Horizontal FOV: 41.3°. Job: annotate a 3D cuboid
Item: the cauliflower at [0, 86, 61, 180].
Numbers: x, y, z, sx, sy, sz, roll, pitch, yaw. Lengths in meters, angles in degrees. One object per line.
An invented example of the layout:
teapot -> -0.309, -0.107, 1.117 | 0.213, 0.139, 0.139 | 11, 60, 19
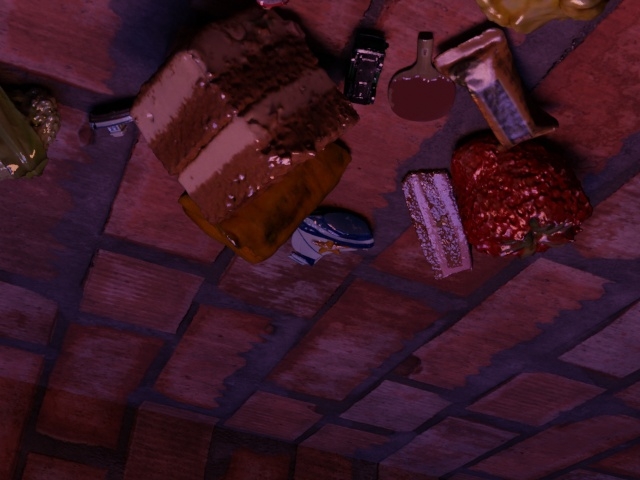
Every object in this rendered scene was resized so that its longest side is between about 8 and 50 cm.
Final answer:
cauliflower -> -0.666, -0.249, 1.709 | 0.256, 0.239, 0.315 | -16, 120, 9

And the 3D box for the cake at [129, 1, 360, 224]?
cake -> -0.141, -0.225, 1.516 | 0.290, 0.256, 0.282 | 52, 137, -2

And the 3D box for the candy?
candy -> 0.324, -0.275, 1.568 | 0.143, 0.101, 0.271 | -22, 132, 27

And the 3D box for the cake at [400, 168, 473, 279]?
cake -> 0.273, -0.054, 1.941 | 0.116, 0.112, 0.295 | -9, 131, 19

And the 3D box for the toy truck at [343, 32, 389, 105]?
toy truck -> 0.082, -0.314, 1.562 | 0.065, 0.079, 0.147 | 10, 148, -3

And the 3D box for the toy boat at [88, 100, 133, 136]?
toy boat -> -0.422, -0.249, 1.761 | 0.140, 0.059, 0.066 | -7, 127, 23

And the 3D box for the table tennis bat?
table tennis bat -> 0.193, -0.303, 1.615 | 0.131, 0.022, 0.234 | 3, 148, 6

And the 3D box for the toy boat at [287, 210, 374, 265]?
toy boat -> 0.000, 0.000, 2.098 | 0.221, 0.067, 0.291 | 19, 156, -17

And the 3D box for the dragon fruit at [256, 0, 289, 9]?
dragon fruit -> -0.083, -0.436, 1.427 | 0.056, 0.060, 0.083 | -9, 118, 33

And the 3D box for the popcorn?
popcorn -> 0.324, -0.428, 1.260 | 0.255, 0.195, 0.256 | 26, 142, -12

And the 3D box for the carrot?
carrot -> -0.127, -0.112, 1.784 | 0.241, 0.340, 0.241 | 32, 155, 17

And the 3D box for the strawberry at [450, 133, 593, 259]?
strawberry -> 0.408, -0.090, 1.755 | 0.261, 0.257, 0.261 | -13, 158, -5
